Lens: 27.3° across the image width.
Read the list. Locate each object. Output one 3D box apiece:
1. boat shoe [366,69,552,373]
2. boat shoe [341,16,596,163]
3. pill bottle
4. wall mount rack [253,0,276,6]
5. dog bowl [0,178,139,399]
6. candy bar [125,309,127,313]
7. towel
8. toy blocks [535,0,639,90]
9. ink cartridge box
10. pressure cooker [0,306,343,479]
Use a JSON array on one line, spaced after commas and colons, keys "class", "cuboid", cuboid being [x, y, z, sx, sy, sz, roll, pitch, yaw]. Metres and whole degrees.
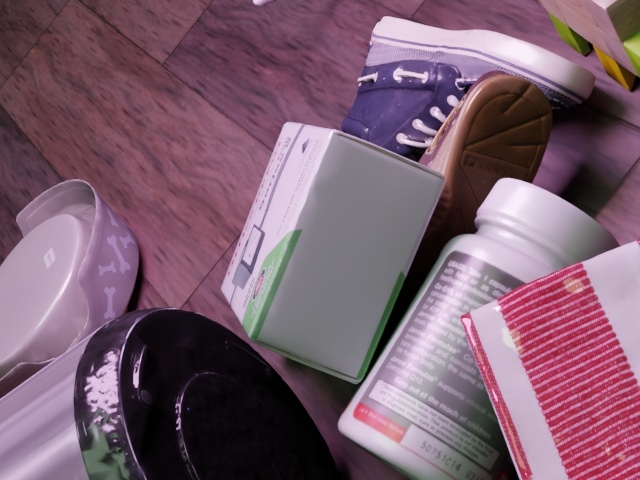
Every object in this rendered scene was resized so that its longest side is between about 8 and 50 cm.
[{"class": "boat shoe", "cuboid": [0.127, -0.017, 1.363, 0.123, 0.123, 0.342, -117, 46, -70]}, {"class": "boat shoe", "cuboid": [0.157, -0.149, 1.487, 0.340, 0.127, 0.158, 23, 91, 56]}, {"class": "pill bottle", "cuboid": [0.153, 0.097, 1.224, 0.161, 0.161, 0.283, 22, 77, 53]}, {"class": "wall mount rack", "cuboid": [0.073, -0.422, 1.782, 0.350, 0.130, 0.304, -2, 59, 48]}, {"class": "dog bowl", "cuboid": [-0.392, 0.086, 1.873, 0.348, 0.102, 0.349, -33, 38, 30]}, {"class": "candy bar", "cuboid": [-0.281, 0.156, 1.780, 0.040, 0.018, 0.161, -29, 43, 29]}, {"class": "towel", "cuboid": [0.296, 0.089, 1.055, 0.329, 0.037, 0.237, -22, 52, 6]}, {"class": "toy blocks", "cuboid": [0.348, -0.340, 1.398, 0.261, 0.191, 0.381, -37, 37, 1]}, {"class": "ink cartridge box", "cuboid": [0.000, 0.000, 1.326, 0.289, 0.121, 0.211, -148, 80, -78]}, {"class": "pressure cooker", "cuboid": [-0.224, 0.304, 1.287, 0.420, 0.375, 0.370, -36, 42, 21]}]
